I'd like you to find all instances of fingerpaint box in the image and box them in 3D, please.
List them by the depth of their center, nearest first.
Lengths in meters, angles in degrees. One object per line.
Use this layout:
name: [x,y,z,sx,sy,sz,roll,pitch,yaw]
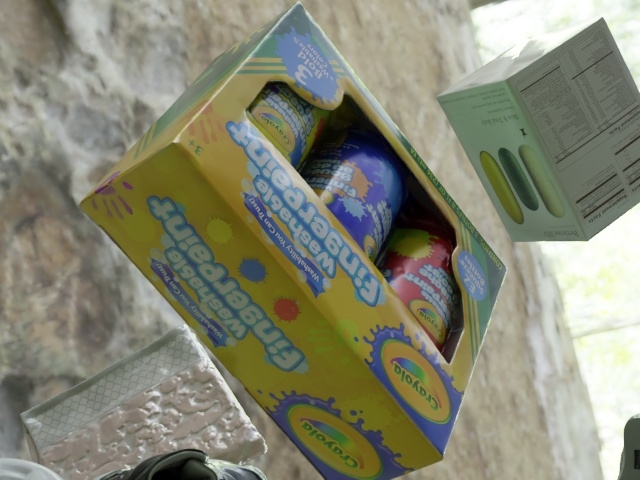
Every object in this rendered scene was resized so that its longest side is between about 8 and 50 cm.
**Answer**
fingerpaint box: [0.000,0.000,1.336,0.445,0.163,0.371,51,-144,-14]

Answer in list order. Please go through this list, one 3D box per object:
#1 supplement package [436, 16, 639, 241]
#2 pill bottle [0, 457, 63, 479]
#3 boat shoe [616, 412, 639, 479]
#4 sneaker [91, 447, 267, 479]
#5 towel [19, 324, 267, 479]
supplement package: [0.349,-0.157,1.724,0.198,0.199,0.262,-34,-77,-20]
pill bottle: [-0.230,0.262,0.837,0.112,0.112,0.186,-56,-25,-57]
boat shoe: [0.286,0.204,1.049,0.035,0.035,0.100,-13,-75,-68]
sneaker: [-0.146,0.312,1.420,0.269,0.153,0.101,3,-111,-40]
towel: [-0.291,0.304,1.829,0.317,0.332,0.053,51,165,47]
